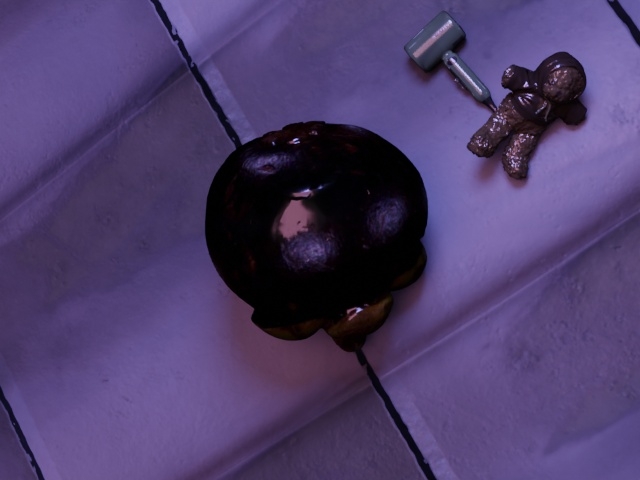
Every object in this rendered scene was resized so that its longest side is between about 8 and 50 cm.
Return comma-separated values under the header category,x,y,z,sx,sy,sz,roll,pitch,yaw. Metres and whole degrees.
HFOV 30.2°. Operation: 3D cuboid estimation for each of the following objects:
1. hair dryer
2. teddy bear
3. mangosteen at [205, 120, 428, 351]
category,x,y,z,sx,sy,sz,roll,pitch,yaw
hair dryer,0.176,-0.209,1.471,0.071,0.047,0.150,-42,78,12
teddy bear,0.252,-0.159,1.416,0.119,0.078,0.160,29,115,-20
mangosteen,-0.003,-0.004,1.422,0.233,0.287,0.288,35,99,31
